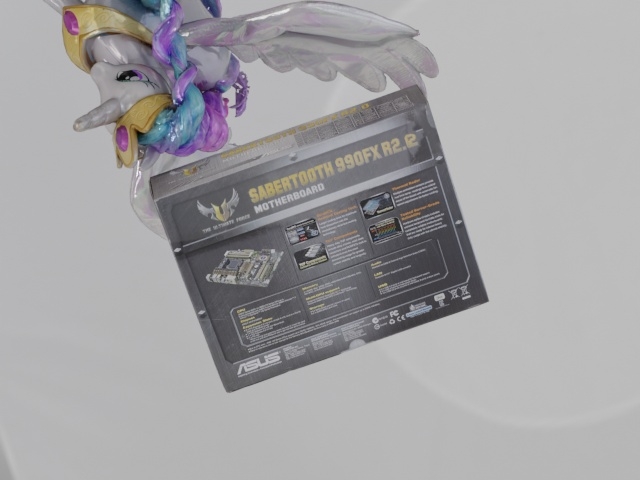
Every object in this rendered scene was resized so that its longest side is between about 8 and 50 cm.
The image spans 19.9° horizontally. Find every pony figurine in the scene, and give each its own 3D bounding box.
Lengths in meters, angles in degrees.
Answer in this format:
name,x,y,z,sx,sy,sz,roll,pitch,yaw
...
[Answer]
name,x,y,z,sx,sy,sz,roll,pitch,yaw
pony figurine,-0.126,-0.162,1.614,0.351,0.363,0.303,14,125,-44

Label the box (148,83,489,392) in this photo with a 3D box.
name,x,y,z,sx,sy,sz,roll,pitch,yaw
box,0.000,0.000,1.459,0.231,0.183,0.056,-20,-157,-1
